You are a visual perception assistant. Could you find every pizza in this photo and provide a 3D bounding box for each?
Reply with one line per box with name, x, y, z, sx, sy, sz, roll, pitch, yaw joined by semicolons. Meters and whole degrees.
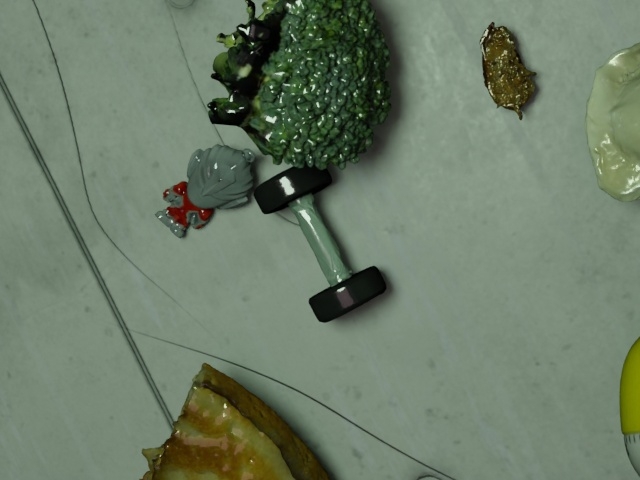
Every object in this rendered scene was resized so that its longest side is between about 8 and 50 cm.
pizza;-0.160;0.398;1.315;0.406;0.130;0.440;-26;99;17

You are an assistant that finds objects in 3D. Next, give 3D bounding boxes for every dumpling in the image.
dumpling;0.411;-0.151;1.102;0.252;0.131;0.179;-22;68;6

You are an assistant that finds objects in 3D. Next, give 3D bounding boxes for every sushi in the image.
sushi;0.220;-0.200;1.176;0.061;0.060;0.118;-32;89;11

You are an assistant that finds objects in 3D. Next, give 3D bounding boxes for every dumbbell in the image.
dumbbell;0.000;0.000;1.237;0.100;0.100;0.191;-28;89;16

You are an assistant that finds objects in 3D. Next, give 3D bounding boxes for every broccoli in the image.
broccoli;-0.053;-0.209;1.170;0.243;0.247;0.263;8;120;56

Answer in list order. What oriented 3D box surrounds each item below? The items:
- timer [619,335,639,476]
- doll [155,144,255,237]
timer;0.450;0.133;1.060;0.285;0.285;0.285;2;97;15
doll;-0.147;-0.068;1.287;0.180;0.079;0.094;-38;101;29
